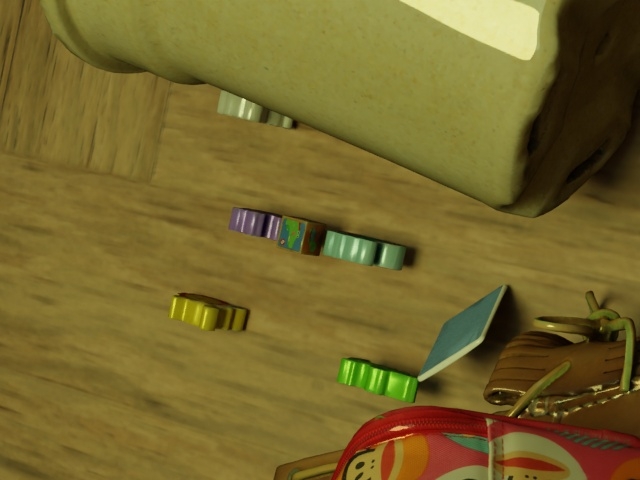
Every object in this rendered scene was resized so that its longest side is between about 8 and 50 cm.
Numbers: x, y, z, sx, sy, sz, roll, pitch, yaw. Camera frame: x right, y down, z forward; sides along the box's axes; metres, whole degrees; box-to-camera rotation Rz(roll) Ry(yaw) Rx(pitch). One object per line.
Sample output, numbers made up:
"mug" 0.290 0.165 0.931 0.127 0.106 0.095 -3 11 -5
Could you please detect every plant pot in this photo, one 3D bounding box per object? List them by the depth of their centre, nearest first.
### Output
"plant pot" 0.055 -0.182 1.106 0.305 0.334 0.334 32 103 21

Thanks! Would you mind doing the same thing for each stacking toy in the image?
"stacking toy" 0.000 0.000 1.255 0.221 0.052 0.167 17 96 37

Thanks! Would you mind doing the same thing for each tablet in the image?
"tablet" 0.091 0.058 1.175 0.054 0.083 0.006 -35 100 27

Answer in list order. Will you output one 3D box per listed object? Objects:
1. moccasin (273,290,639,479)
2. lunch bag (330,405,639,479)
"moccasin" 0.142 0.105 1.094 0.380 0.139 0.147 -28 70 26
"lunch bag" 0.129 0.222 0.997 0.120 0.293 0.258 -85 10 -48
